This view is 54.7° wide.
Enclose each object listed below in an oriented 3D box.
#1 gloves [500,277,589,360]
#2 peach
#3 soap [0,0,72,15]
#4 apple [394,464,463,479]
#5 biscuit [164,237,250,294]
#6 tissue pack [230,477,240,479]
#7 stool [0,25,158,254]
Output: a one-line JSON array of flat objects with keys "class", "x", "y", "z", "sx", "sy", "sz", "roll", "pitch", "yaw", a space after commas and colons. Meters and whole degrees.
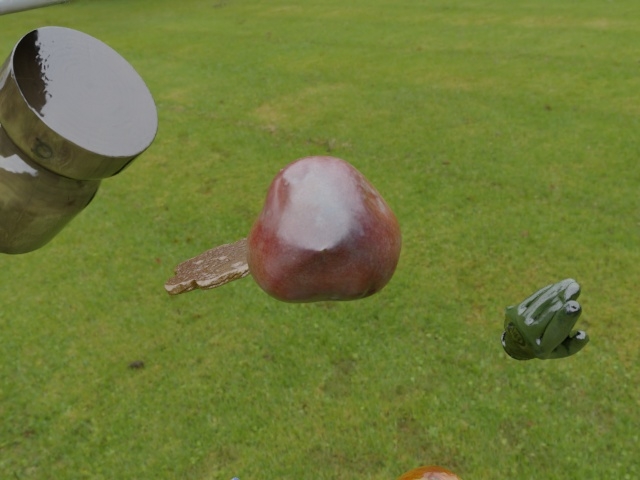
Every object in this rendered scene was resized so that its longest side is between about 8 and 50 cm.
[{"class": "gloves", "x": 0.383, "y": 0.154, "z": 1.078, "sx": 0.135, "sy": 0.268, "sz": 0.107, "roll": 39, "pitch": 66, "yaw": 16}, {"class": "peach", "x": 0.000, "y": 0.000, "z": 0.583, "sx": 0.152, "sy": 0.152, "sz": 0.152, "roll": -9, "pitch": 26, "yaw": 4}, {"class": "soap", "x": -0.326, "y": -0.282, "z": 0.541, "sx": 0.208, "sy": 0.115, "sz": 0.347, "roll": 28, "pitch": 39, "yaw": 18}, {"class": "apple", "x": 0.217, "y": 0.587, "z": 1.247, "sx": 0.226, "sy": 0.246, "sz": 0.246, "roll": -39, "pitch": 8, "yaw": 35}, {"class": "biscuit", "x": -0.231, "y": 0.062, "z": 1.454, "sx": 0.291, "sy": 0.041, "sz": 0.209, "roll": -27, "pitch": 23, "yaw": -30}, {"class": "tissue pack", "x": -0.120, "y": 0.408, "z": 0.944, "sx": 0.042, "sy": 0.062, "sz": 0.083, "roll": -41, "pitch": 11, "yaw": -5}, {"class": "stool", "x": -0.353, "y": -0.115, "z": 0.785, "sx": 0.264, "sy": 0.179, "sz": 0.179, "roll": -32, "pitch": 11, "yaw": 35}]
